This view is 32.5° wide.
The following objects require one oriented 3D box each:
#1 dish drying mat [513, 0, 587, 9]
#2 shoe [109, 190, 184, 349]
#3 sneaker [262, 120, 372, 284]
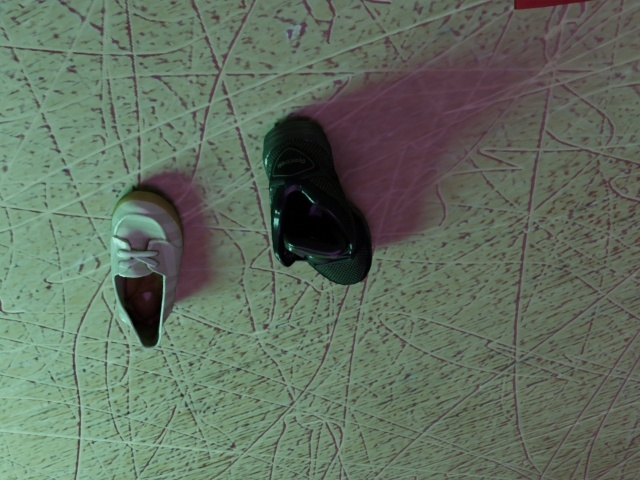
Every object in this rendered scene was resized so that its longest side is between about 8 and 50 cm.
[{"bbox_3d":[0.210,-0.219,0.958,0.083,0.008,0.032,-8,140,3],"label":"dish drying mat"},{"bbox_3d":[-0.185,0.035,1.177,0.077,0.058,0.219,0,139,-6],"label":"shoe"},{"bbox_3d":[0.000,0.000,1.102,0.087,0.130,0.227,-10,141,9],"label":"sneaker"}]
